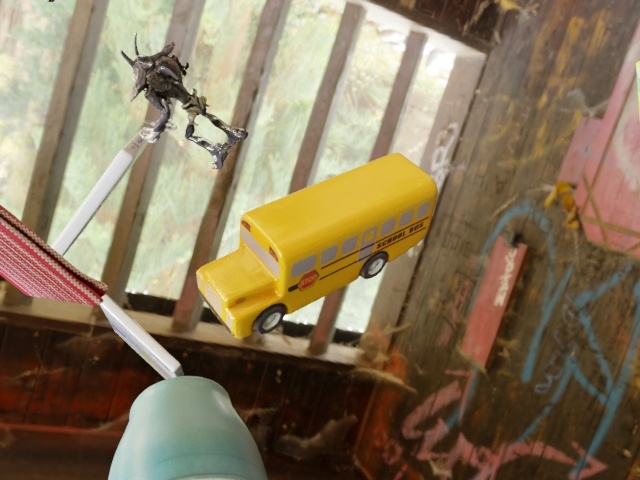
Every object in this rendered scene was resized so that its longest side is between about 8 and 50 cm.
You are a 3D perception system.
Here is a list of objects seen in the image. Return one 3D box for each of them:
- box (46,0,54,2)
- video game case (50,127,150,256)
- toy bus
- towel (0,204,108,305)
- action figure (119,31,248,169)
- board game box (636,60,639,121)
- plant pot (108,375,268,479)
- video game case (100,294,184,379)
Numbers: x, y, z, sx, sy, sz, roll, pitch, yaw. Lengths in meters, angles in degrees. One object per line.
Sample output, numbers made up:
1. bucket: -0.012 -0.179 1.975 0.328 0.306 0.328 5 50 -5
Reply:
1. box: -0.452 -0.443 1.023 0.083 0.067 0.018 45 -161 -5
2. video game case: -0.520 -0.107 1.481 0.036 0.329 0.300 37 -169 -17
3. toy bus: 0.000 0.000 0.852 0.332 0.130 0.108 -25 -127 -29
4. towel: -0.383 0.004 0.763 0.274 0.031 0.199 -1 138 49
5. action figure: -0.276 -0.253 1.185 0.140 0.164 0.275 -18 129 43
6. board game box: 0.526 -0.194 0.942 0.181 0.043 0.092 48 -172 -50
7. plant pot: -0.221 0.376 1.044 0.271 0.272 0.255 14 -151 -24
8. video game case: -0.354 0.212 1.269 0.212 0.023 0.193 39 156 12
